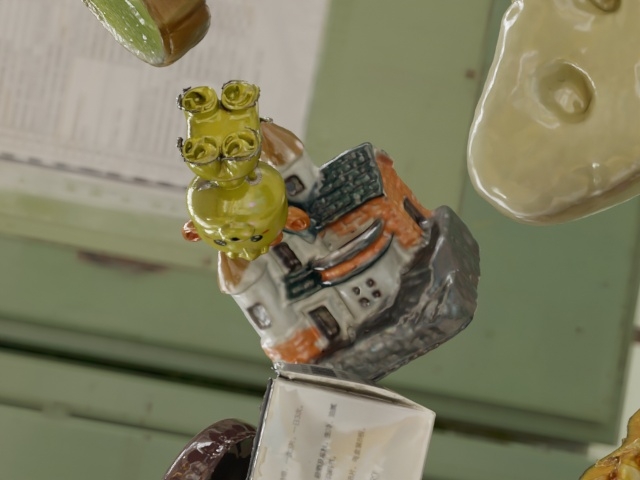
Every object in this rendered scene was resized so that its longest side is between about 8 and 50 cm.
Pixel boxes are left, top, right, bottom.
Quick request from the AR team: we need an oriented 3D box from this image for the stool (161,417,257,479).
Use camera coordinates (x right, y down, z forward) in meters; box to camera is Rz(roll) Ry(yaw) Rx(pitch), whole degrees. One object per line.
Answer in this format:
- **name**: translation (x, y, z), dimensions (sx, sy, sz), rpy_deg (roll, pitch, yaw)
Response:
- **stool**: translation (-0.067, 0.349, 1.659), dimensions (0.272, 0.178, 0.272), rpy_deg (-37, -47, -53)

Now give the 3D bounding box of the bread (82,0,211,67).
- **bread**: translation (-0.215, -0.287, 1.577), dimensions (0.070, 0.236, 0.236), rpy_deg (-43, -5, -15)

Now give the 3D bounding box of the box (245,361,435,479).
- **box**: translation (-0.009, 0.274, 1.260), dimensions (0.173, 0.145, 0.333), rpy_deg (122, 160, -84)

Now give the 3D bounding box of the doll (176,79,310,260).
- **doll**: translation (-0.093, -0.057, 1.576), dimensions (0.221, 0.143, 0.135), rpy_deg (76, -173, -54)

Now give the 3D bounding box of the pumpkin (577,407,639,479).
- **pumpkin**: translation (0.397, 0.236, 1.486), dimensions (0.280, 0.190, 0.139), rpy_deg (-32, -73, -54)

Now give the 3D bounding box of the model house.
- **model house**: translation (0.000, 0.000, 1.720), dimensions (0.271, 0.301, 0.190), rpy_deg (-26, 23, 24)

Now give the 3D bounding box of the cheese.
- **cheese**: translation (0.247, -0.193, 1.423), dimensions (0.328, 0.351, 0.129), rpy_deg (-39, -12, 23)
